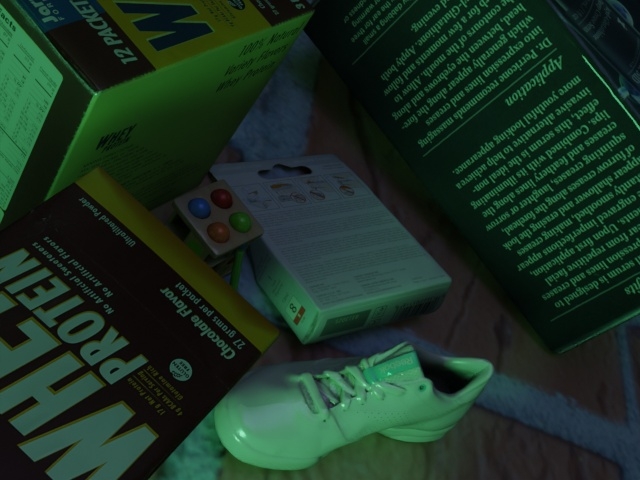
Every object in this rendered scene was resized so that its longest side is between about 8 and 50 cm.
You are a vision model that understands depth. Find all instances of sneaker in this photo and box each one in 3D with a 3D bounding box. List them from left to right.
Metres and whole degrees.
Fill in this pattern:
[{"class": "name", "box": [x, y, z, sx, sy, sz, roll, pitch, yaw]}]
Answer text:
[{"class": "sneaker", "box": [0.030, 0.104, 0.668, 0.212, 0.094, 0.080, -1, 59, -35]}]

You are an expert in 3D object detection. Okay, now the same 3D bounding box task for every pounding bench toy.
[{"class": "pounding bench toy", "box": [-0.074, 0.008, 0.693, 0.052, 0.065, 0.083, -29, 76, -45]}]

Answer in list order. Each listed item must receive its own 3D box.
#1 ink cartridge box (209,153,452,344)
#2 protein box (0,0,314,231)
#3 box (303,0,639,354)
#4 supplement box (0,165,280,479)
[{"class": "ink cartridge box", "box": [0.000, 0.000, 0.783, 0.145, 0.045, 0.179, -10, 45, -38]}, {"class": "protein box", "box": [-0.150, -0.110, 0.636, 0.136, 0.201, 0.200, 48, 44, 7]}, {"class": "box", "box": [0.231, -0.150, 0.892, 0.395, 0.212, 0.293, 52, 44, 1]}, {"class": "supplement box", "box": [-0.156, 0.102, 0.473, 0.129, 0.191, 0.194, 43, 45, 2]}]
